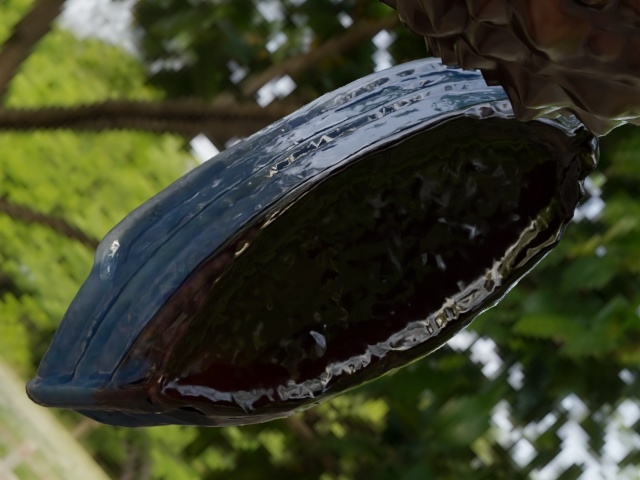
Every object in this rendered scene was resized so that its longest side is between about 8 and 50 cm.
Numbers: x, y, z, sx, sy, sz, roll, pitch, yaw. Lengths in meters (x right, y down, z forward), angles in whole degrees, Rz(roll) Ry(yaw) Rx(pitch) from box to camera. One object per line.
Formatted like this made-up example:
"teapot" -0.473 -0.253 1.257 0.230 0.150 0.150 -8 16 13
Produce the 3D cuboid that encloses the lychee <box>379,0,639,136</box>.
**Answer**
"lychee" 0.129 -0.167 0.637 0.276 0.275 0.304 44 6 29

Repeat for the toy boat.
"toy boat" 0.000 0.000 0.928 0.129 0.309 0.142 65 -13 -20
